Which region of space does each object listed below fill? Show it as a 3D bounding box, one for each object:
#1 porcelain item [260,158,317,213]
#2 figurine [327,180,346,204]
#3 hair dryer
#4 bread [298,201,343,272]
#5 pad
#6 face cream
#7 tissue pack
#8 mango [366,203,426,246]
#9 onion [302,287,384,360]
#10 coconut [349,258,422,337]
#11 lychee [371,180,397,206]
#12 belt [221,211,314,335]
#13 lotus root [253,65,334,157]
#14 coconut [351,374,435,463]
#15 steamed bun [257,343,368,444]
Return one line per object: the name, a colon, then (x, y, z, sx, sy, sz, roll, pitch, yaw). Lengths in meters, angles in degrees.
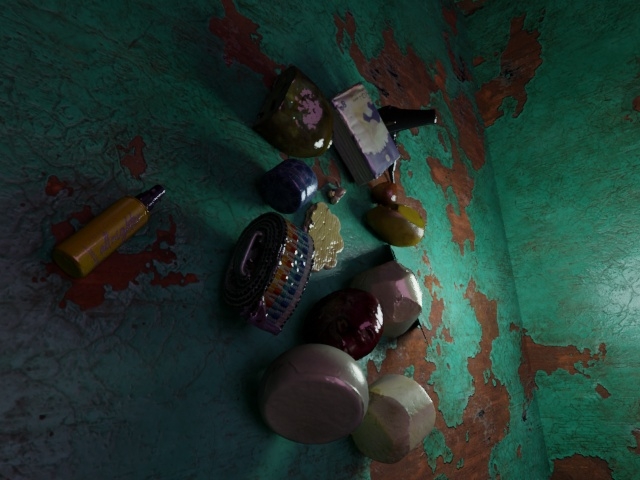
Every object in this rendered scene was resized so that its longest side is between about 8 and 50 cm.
porcelain item: (-0.095, -0.159, 1.296, 0.147, 0.147, 0.114, 59, 41, -16)
figurine: (0.053, -0.169, 1.555, 0.051, 0.047, 0.083, 43, 54, -11)
hair dryer: (0.334, -0.383, 1.816, 0.120, 0.304, 0.359, -50, 138, -56)
bread: (0.000, 0.000, 1.434, 0.181, 0.039, 0.250, 48, 46, -27)
pad: (0.337, 0.201, 1.674, 0.247, 0.007, 0.367, -54, 123, -81)
face cream: (-0.431, -0.036, 0.926, 0.078, 0.078, 0.273, 55, 43, -21)
tissue pack: (0.150, -0.414, 1.675, 0.242, 0.125, 0.343, -44, 110, -42)
mango: (0.295, -0.063, 1.705, 0.262, 0.167, 0.129, 30, 32, -31)
onion: (0.068, 0.253, 1.268, 0.246, 0.247, 0.190, -49, 121, -45)
coconut: (0.227, 0.205, 1.466, 0.245, 0.245, 0.247, -13, 81, -50)
lychee: (0.256, -0.172, 1.737, 0.114, 0.101, 0.140, 36, 64, -17)
belt: (-0.147, 0.073, 1.119, 0.161, 0.207, 0.294, 37, 67, -40)
lotus root: (-0.052, -0.396, 1.434, 0.260, 0.149, 0.266, 39, 53, -33)
coconut: (0.224, 0.543, 1.354, 0.244, 0.239, 0.238, -14, 87, -45)
steamed bun: (-0.017, 0.378, 1.117, 0.283, 0.283, 0.177, 52, 20, -23)
